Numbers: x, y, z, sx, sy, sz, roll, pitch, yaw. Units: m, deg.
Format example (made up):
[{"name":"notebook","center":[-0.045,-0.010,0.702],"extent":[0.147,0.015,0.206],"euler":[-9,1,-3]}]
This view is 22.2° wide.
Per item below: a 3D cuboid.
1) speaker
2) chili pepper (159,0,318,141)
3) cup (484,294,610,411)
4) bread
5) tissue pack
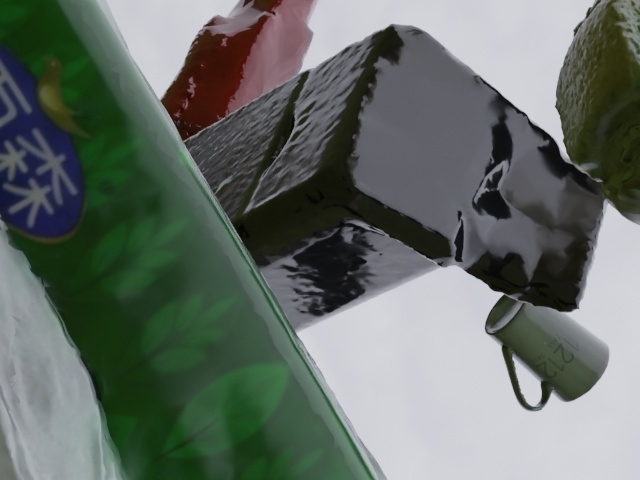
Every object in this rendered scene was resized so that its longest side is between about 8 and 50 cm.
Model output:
[{"name":"speaker","center":[0.000,0.000,1.200],"extent":[0.388,0.184,0.180],"euler":[-24,-147,44]},{"name":"chili pepper","center":[-0.081,-0.152,1.529],"extent":[0.110,0.110,0.387],"euler":[-20,-144,51]},{"name":"cup","center":[0.161,0.082,1.216],"extent":[0.075,0.083,0.054],"euler":[-49,-164,8]},{"name":"bread","center":[0.196,-0.055,0.841],"extent":[0.103,0.156,0.110],"euler":[118,-4,-45]},{"name":"tissue pack","center":[-0.081,0.036,0.378],"extent":[0.209,0.148,0.156],"euler":[60,-1,-11]}]
